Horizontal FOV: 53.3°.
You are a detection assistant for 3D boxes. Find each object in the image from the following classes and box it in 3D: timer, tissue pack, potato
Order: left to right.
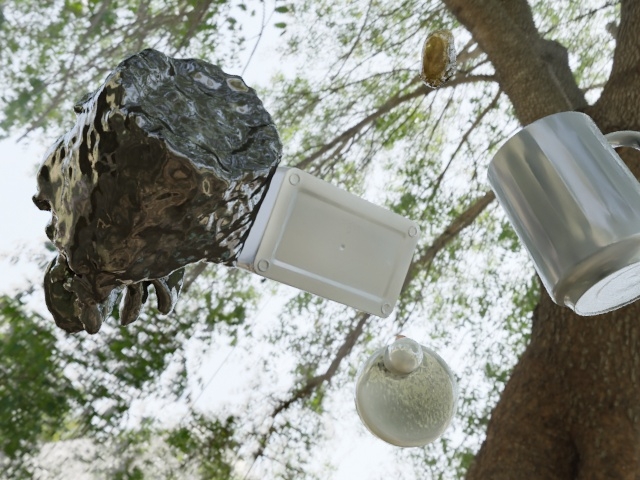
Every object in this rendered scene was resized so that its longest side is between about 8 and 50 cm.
[{"bbox_3d":[0.000,0.001,0.940,0.246,0.160,0.136,23,-5,-29],"label":"tissue pack"},{"bbox_3d":[0.188,0.334,1.402,0.233,0.234,0.240,30,-17,7],"label":"timer"},{"bbox_3d":[0.151,-0.232,0.815,0.040,0.051,0.083,36,-26,26],"label":"potato"}]

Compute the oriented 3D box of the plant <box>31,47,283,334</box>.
[{"bbox_3d":[-0.170,-0.041,0.649,0.276,0.188,0.199,-47,-120,33],"label":"plant"}]

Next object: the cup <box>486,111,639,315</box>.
[{"bbox_3d":[0.527,-0.061,1.201,0.322,0.327,0.237,-21,-33,1],"label":"cup"}]
